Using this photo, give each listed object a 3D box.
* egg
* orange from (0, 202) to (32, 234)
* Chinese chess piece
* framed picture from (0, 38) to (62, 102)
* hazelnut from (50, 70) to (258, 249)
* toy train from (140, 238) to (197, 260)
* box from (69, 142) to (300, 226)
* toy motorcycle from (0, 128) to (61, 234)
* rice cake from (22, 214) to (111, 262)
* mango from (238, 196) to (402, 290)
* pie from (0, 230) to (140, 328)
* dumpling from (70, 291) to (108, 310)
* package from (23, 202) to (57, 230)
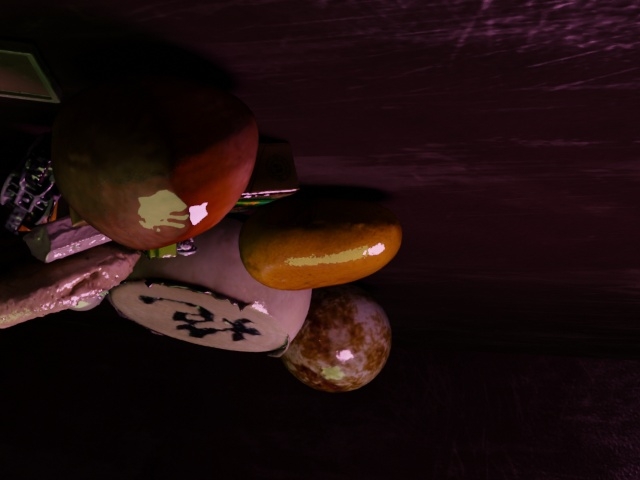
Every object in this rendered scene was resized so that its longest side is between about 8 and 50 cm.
[{"bbox_3d":[0.016,0.204,2.275,0.289,0.238,0.238,8,173,41],"label":"egg"},{"bbox_3d":[-0.562,-0.002,1.716,0.237,0.158,0.179,5,179,28],"label":"orange"},{"bbox_3d":[-0.190,0.079,1.802,0.349,0.146,0.349,12,158,5],"label":"Chinese chess piece"},{"bbox_3d":[-0.377,-0.181,1.073,0.203,0.015,0.150,6,169,-1],"label":"framed picture"},{"bbox_3d":[-0.163,-0.084,1.063,0.214,0.176,0.214,-3,-161,1],"label":"hazelnut"},{"bbox_3d":[-0.238,-0.020,1.554,0.081,0.060,0.202,-5,-165,-21],"label":"toy train"},{"bbox_3d":[-0.167,-0.067,1.264,0.240,0.071,0.159,-6,174,-28],"label":"box"},{"bbox_3d":[-0.344,-0.085,1.332,0.080,0.122,0.215,32,148,-11],"label":"toy motorcycle"},{"bbox_3d":[-0.275,-0.032,1.430,0.256,0.052,0.057,-22,-159,-37],"label":"rice cake"},{"bbox_3d":[0.000,0.000,1.523,0.262,0.130,0.167,-7,160,27],"label":"mango"},{"bbox_3d":[-0.426,0.049,1.481,0.337,0.075,0.337,-8,-163,2],"label":"pie"},{"bbox_3d":[-0.545,0.099,2.407,0.188,0.108,0.127,-7,-163,-8],"label":"dumpling"},{"bbox_3d":[-0.433,-0.049,1.636,0.047,0.071,0.131,2,167,1],"label":"package"}]
